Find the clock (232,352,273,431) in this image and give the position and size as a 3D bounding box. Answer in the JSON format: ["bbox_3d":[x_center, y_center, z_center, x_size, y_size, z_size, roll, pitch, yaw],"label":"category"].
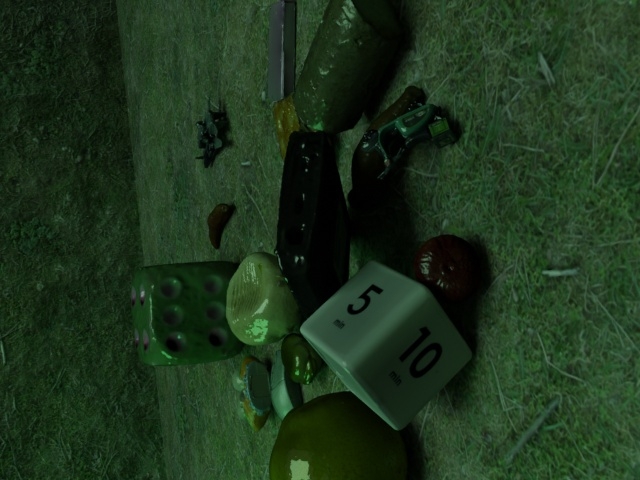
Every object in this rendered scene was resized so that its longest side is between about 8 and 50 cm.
[{"bbox_3d":[-0.202,0.450,2.089,0.144,0.103,0.231,139,126,-59],"label":"clock"}]

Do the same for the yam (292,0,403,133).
[{"bbox_3d":[0.056,-0.375,1.430,0.304,0.168,0.168,-60,41,45],"label":"yam"}]

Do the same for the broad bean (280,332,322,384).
[{"bbox_3d":[-0.049,0.305,1.807,0.174,0.082,0.124,-177,87,-73],"label":"broad bean"}]

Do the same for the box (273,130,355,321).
[{"bbox_3d":[0.000,0.000,1.414,0.350,0.091,0.359,69,-158,-53],"label":"box"}]

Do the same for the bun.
[{"bbox_3d":[-0.139,0.164,1.874,0.259,0.160,0.259,-31,47,40],"label":"bun"}]

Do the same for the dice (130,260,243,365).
[{"bbox_3d":[-0.429,0.232,2.284,0.330,0.318,0.322,-14,81,64],"label":"dice"}]

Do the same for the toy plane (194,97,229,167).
[{"bbox_3d":[-0.389,-0.336,2.408,0.267,0.088,0.212,-59,41,48],"label":"toy plane"}]

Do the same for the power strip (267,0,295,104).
[{"bbox_3d":[-0.105,-0.503,1.881,0.109,0.038,0.278,18,109,62],"label":"power strip"}]

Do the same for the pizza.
[{"bbox_3d":[-0.037,-0.243,1.713,0.223,0.089,0.323,122,136,-58],"label":"pizza"}]

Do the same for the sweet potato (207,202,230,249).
[{"bbox_3d":[-0.348,-0.064,2.389,0.078,0.058,0.255,53,146,18],"label":"sweet potato"}]

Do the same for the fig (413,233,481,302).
[{"bbox_3d":[0.205,0.050,1.224,0.153,0.119,0.119,-9,84,62],"label":"fig"}]

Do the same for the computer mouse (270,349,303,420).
[{"bbox_3d":[-0.106,0.401,1.928,0.113,0.068,0.229,-48,50,52],"label":"computer mouse"}]

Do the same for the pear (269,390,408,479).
[{"bbox_3d":[0.036,0.460,1.434,0.294,0.294,0.294,10,101,63],"label":"pear"}]

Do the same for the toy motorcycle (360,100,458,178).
[{"bbox_3d":[0.154,-0.188,1.284,0.173,0.058,0.100,-24,59,20],"label":"toy motorcycle"}]

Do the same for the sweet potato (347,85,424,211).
[{"bbox_3d":[0.119,-0.179,1.401,0.085,0.112,0.285,32,122,21],"label":"sweet potato"}]

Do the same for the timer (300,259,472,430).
[{"bbox_3d":[0.115,0.180,1.251,0.192,0.195,0.194,53,169,-28],"label":"timer"}]
